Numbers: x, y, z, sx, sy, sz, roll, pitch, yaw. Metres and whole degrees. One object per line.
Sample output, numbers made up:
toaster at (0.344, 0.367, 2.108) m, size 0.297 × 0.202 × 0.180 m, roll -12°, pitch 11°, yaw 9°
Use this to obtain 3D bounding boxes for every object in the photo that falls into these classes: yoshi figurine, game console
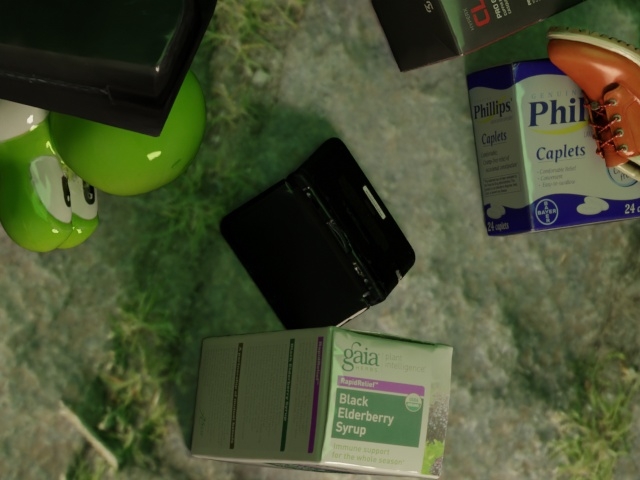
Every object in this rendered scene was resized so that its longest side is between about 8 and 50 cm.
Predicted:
yoshi figurine at (-0.170, -0.177, 1.380) m, size 0.204 × 0.203 × 0.362 m, roll -10°, pitch 94°, yaw -31°
game console at (0.000, 0.000, 1.539) m, size 0.122 × 0.071 × 0.107 m, roll 57°, pitch 38°, yaw -11°

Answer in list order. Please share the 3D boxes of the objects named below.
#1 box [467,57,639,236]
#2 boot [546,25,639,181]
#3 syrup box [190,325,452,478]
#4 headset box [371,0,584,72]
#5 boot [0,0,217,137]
box at (0.197, -0.078, 1.598) m, size 0.126 × 0.072 × 0.137 m, roll -8°, pitch 89°, yaw -25°
boot at (0.230, -0.104, 1.545) m, size 0.158 × 0.059 × 0.084 m, roll 33°, pitch 78°, yaw -21°
syrup box at (-0.004, 0.116, 1.405) m, size 0.093 × 0.237 × 0.096 m, roll 9°, pitch 83°, yaw -24°
headset box at (0.138, -0.277, 1.564) m, size 0.293 × 0.110 × 0.218 m, roll -25°, pitch 97°, yaw -23°
boot at (-0.255, -0.285, 1.223) m, size 0.445 × 0.146 × 0.367 m, roll 12°, pitch 81°, yaw 11°
